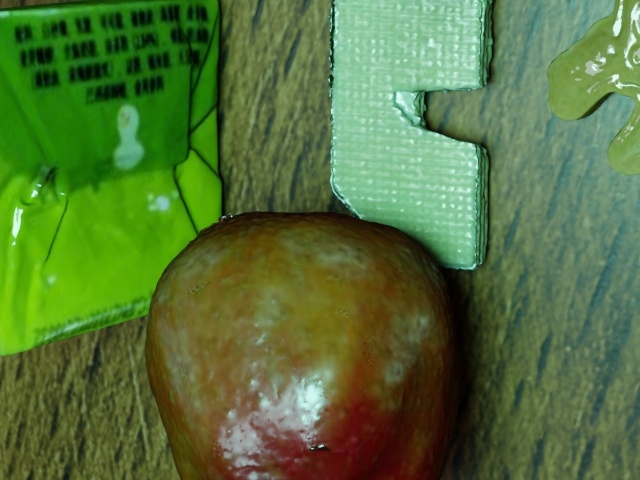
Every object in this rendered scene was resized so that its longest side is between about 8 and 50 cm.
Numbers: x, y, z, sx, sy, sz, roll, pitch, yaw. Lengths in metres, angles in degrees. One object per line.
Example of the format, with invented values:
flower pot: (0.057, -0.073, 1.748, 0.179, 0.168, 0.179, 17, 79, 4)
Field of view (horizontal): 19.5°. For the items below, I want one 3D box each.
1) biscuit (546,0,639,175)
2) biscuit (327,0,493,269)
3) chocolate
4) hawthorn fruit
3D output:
biscuit: (0.298, -0.164, 1.544, 0.144, 0.040, 0.236, 43, 116, 6)
biscuit: (0.081, -0.102, 1.646, 0.147, 0.046, 0.250, 4, 101, 23)
chocolate: (-0.226, -0.071, 1.663, 0.137, 0.301, 0.289, 6, 103, 38)
hawthorn fruit: (-0.008, 0.124, 1.597, 0.295, 0.295, 0.311, -24, 74, 27)
